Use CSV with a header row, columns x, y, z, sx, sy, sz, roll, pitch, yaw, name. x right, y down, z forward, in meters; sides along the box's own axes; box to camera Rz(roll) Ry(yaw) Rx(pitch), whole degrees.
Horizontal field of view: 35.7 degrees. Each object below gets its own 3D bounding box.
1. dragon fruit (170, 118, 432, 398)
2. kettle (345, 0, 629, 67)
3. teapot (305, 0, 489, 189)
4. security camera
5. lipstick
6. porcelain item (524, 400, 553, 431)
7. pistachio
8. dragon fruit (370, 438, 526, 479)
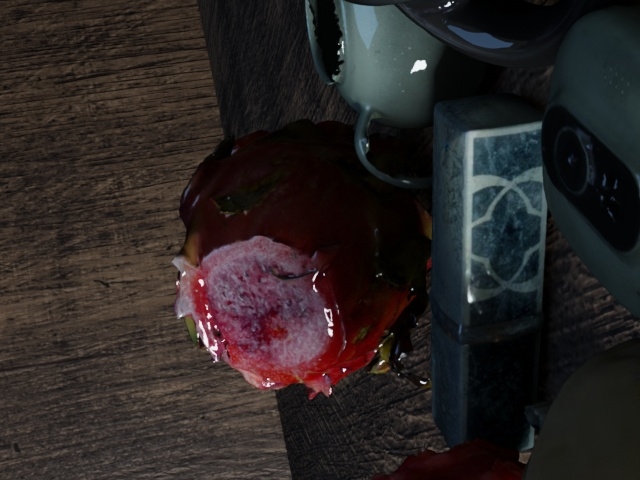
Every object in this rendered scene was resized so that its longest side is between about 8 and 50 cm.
x,y,z,sx,sy,sz,roll,pitch,yaw,name
0.000,0.000,0.986,0.291,0.269,0.250,-51,-47,-57,dragon fruit
0.072,-0.217,0.570,0.268,0.207,0.290,44,162,4,kettle
0.056,-0.184,0.804,0.193,0.130,0.294,138,122,-78,teapot
0.192,0.002,0.445,0.301,0.080,0.157,-119,23,-52,security camera
0.127,0.031,0.765,0.076,0.078,0.289,-121,25,-62,lipstick
0.188,0.156,0.717,0.136,0.021,0.075,144,111,-78,porcelain item
0.175,0.146,0.493,0.238,0.153,0.137,-70,-7,-53,pistachio
0.117,0.270,0.688,0.210,0.205,0.268,99,157,-58,dragon fruit
